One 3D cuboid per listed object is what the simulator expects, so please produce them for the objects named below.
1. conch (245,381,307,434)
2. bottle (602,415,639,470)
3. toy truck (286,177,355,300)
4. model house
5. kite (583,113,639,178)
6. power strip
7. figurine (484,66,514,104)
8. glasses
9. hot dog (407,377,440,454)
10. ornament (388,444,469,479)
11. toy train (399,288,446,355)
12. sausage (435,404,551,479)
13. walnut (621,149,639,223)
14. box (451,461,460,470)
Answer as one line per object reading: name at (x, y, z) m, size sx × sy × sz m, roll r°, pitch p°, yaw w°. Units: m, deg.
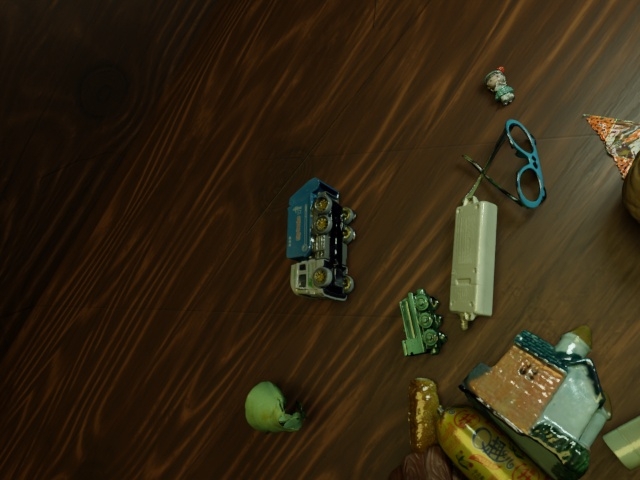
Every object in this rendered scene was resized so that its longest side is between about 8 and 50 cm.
conch at (-0.112, 0.477, 1.151) m, size 0.250 × 0.143 × 0.137 m, roll -14°, pitch 24°, yaw 47°
bottle at (0.658, 0.360, 0.784) m, size 0.201 × 0.072 × 0.072 m, roll -40°, pitch 60°, yaw 16°
toy truck at (0.000, 0.000, 1.239) m, size 0.175 × 0.146 × 0.367 m, roll -13°, pitch 67°, yaw 35°
model house at (0.487, 0.306, 0.863) m, size 0.291 × 0.184 × 0.253 m, roll -48°, pitch 51°, yaw -6°
kite at (0.728, -0.235, 0.949) m, size 0.125 × 0.008 × 0.222 m, roll -23°, pitch 65°, yaw 23°
power strip at (0.380, 0.055, 1.023) m, size 0.098 × 0.058 × 0.338 m, roll -13°, pitch 66°, yaw 62°
figurine at (0.494, -0.422, 1.119) m, size 0.060 × 0.047 × 0.106 m, roll -34°, pitch 64°, yaw 29°
glasses at (0.449, -0.177, 1.042) m, size 0.207 × 0.102 × 0.239 m, roll -14°, pitch 70°, yaw 27°
hot dog at (0.251, 0.487, 0.995) m, size 0.083 × 0.068 × 0.289 m, roll -5°, pitch 73°, yaw 22°
ornament at (0.224, 0.568, 0.836) m, size 0.221 × 0.217 × 0.235 m, roll 1°, pitch 78°, yaw 13°
toy train at (0.258, 0.216, 1.067) m, size 0.111 × 0.071 × 0.170 m, roll -22°, pitch 66°, yaw 32°
sausage at (0.384, 0.491, 0.871) m, size 0.347 × 0.123 × 0.123 m, roll 42°, pitch 99°, yaw 27°
walnut at (0.752, -0.122, 0.757) m, size 0.313 × 0.252 × 0.277 m, roll -50°, pitch 60°, yaw 10°
box at (0.336, 0.601, 0.936) m, size 0.090 × 0.024 × 0.167 m, roll -11°, pitch 71°, yaw 27°
